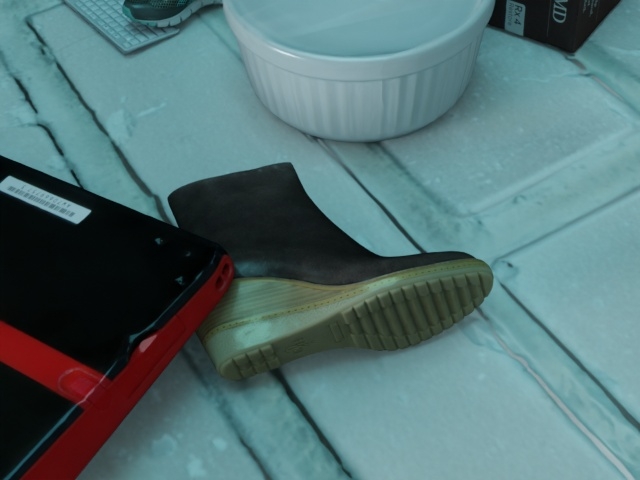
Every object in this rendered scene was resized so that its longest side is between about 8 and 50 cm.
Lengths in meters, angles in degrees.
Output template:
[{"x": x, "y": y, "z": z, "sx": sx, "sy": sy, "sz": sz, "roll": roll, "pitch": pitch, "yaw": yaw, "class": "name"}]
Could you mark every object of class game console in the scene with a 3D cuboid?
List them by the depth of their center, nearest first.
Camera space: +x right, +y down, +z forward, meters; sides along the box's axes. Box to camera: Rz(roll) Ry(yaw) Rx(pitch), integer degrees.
[{"x": -0.309, "y": 0.073, "z": 0.839, "sx": 0.387, "sy": 0.060, "sz": 0.342, "roll": 21, "pitch": 54, "yaw": 29, "class": "game console"}]

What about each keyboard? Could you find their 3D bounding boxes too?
[{"x": -0.264, "y": -0.290, "z": 1.236, "sx": 0.072, "sy": 0.014, "sz": 0.256, "roll": -32, "pitch": 53, "yaw": -23, "class": "keyboard"}]

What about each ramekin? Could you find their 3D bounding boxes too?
[{"x": 0.039, "y": -0.214, "z": 1.065, "sx": 0.273, "sy": 0.127, "sz": 0.272, "roll": -2, "pitch": 46, "yaw": 2, "class": "ramekin"}]

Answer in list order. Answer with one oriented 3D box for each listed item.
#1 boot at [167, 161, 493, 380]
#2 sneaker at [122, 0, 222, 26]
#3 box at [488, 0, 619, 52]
[{"x": 0.000, "y": 0.000, "z": 0.890, "sx": 0.249, "sy": 0.090, "sz": 0.206, "roll": -15, "pitch": 50, "yaw": -5, "class": "boot"}, {"x": -0.151, "y": -0.296, "z": 1.184, "sx": 0.166, "sy": 0.076, "sz": 0.065, "roll": -30, "pitch": 51, "yaw": -28, "class": "sneaker"}, {"x": 0.229, "y": -0.340, "z": 1.141, "sx": 0.203, "sy": 0.168, "sz": 0.167, "roll": 26, "pitch": 54, "yaw": 26, "class": "box"}]
